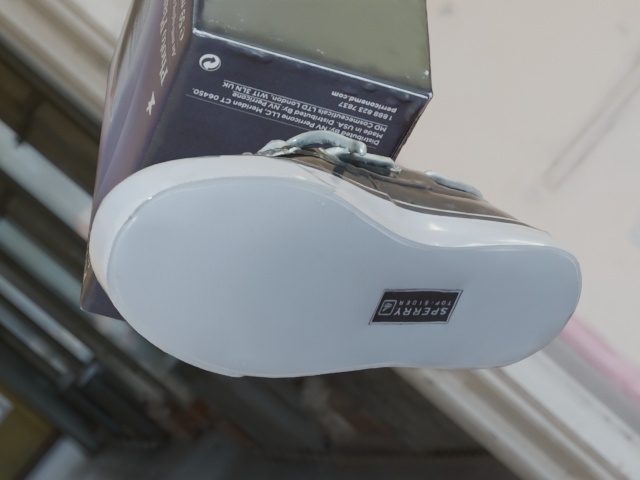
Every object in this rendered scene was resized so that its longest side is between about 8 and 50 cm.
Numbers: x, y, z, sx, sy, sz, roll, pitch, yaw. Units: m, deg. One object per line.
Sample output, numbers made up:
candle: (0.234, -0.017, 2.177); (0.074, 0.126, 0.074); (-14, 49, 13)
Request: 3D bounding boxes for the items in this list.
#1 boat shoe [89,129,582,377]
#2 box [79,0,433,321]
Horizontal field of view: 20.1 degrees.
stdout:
boat shoe: (0.002, -0.004, 0.922); (0.306, 0.105, 0.113); (2, -59, -39)
box: (-0.056, -0.122, 1.374); (0.296, 0.182, 0.294); (-90, 20, -45)
